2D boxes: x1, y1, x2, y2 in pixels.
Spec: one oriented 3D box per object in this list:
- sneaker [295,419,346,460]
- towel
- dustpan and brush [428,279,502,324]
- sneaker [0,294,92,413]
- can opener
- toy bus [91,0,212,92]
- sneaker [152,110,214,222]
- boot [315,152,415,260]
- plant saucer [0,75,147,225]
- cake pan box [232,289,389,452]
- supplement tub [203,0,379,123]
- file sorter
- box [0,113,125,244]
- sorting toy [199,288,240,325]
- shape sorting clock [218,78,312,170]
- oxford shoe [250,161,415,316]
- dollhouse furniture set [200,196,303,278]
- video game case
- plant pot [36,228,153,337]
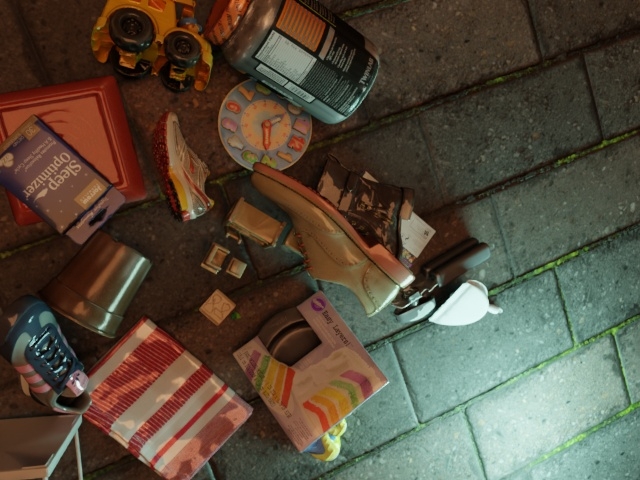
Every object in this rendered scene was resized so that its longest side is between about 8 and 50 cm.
[{"bbox_3d":[0.002,0.389,1.191,0.126,0.091,0.240,11,92,-15],"label":"sneaker"},{"bbox_3d":[-0.340,0.354,1.122,0.237,0.037,0.329,-46,104,-8],"label":"towel"},{"bbox_3d":[0.382,0.163,1.286,0.211,0.060,0.147,22,123,-23],"label":"dustpan and brush"},{"bbox_3d":[-0.481,0.216,0.940,0.131,0.319,0.112,26,52,7],"label":"sneaker"},{"bbox_3d":[0.289,0.099,1.262,0.283,0.076,0.095,-29,118,-13],"label":"can opener"},{"bbox_3d":[-0.312,-0.425,1.023,0.220,0.149,0.212,14,75,-18],"label":"toy bus"},{"bbox_3d":[-0.286,-0.156,1.081,0.092,0.088,0.226,-18,100,-34],"label":"sneaker"},{"bbox_3d":[0.072,-0.038,1.144,0.228,0.091,0.263,15,87,-10],"label":"boot"},{"bbox_3d":[-0.506,-0.181,1.026,0.258,0.047,0.259,-15,98,-14],"label":"plant saucer"},{"bbox_3d":[-0.024,0.277,1.141,0.245,0.070,0.267,-34,76,-11],"label":"cake pan box"},{"bbox_3d":[-0.056,-0.385,1.028,0.315,0.193,0.194,26,87,-30],"label":"supplement tub"},{"bbox_3d":[-0.610,0.455,0.961,0.277,0.193,0.173,-1,99,-9],"label":"file sorter"},{"bbox_3d":[-0.503,-0.110,0.991,0.225,0.036,0.136,44,83,-16],"label":"box"},{"bbox_3d":[-0.218,0.157,1.151,0.083,0.012,0.062,43,78,-11],"label":"sorting toy"},{"bbox_3d":[-0.119,-0.251,1.131,0.206,0.040,0.206,-1,95,-16],"label":"shape sorting clock"},{"bbox_3d":[0.000,0.000,1.037,0.397,0.140,0.146,40,95,-3],"label":"oxford shoe"},{"bbox_3d":[-0.138,0.027,1.107,0.181,0.101,0.161,31,75,-16],"label":"dollhouse furniture set"},{"bbox_3d":[0.125,-0.009,1.217,0.232,0.042,0.210,37,84,-15],"label":"video game case"},{"bbox_3d":[-0.429,0.076,1.017,0.167,0.167,0.165,34,78,-15],"label":"plant pot"}]
